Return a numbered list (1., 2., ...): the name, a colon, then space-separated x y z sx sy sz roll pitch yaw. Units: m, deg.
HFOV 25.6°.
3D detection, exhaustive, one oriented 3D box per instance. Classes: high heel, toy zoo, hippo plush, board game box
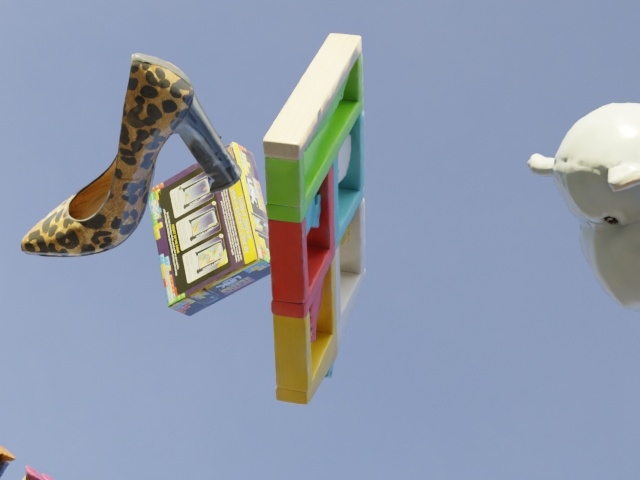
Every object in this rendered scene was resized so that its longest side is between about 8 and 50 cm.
1. high heel: -0.234 -0.088 1.471 0.261 0.093 0.186 -24 -50 10
2. toy zoo: 0.000 0.000 1.177 0.030 0.192 0.293 8 -56 14
3. hippo plush: 0.323 -0.064 1.159 0.234 0.236 0.294 6 -63 58
4. board game box: -0.133 -0.014 1.715 0.141 0.048 0.170 -26 -121 22

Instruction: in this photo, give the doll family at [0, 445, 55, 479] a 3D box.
1. doll family: -0.434 0.296 1.611 0.118 0.263 0.163 29 -98 44
